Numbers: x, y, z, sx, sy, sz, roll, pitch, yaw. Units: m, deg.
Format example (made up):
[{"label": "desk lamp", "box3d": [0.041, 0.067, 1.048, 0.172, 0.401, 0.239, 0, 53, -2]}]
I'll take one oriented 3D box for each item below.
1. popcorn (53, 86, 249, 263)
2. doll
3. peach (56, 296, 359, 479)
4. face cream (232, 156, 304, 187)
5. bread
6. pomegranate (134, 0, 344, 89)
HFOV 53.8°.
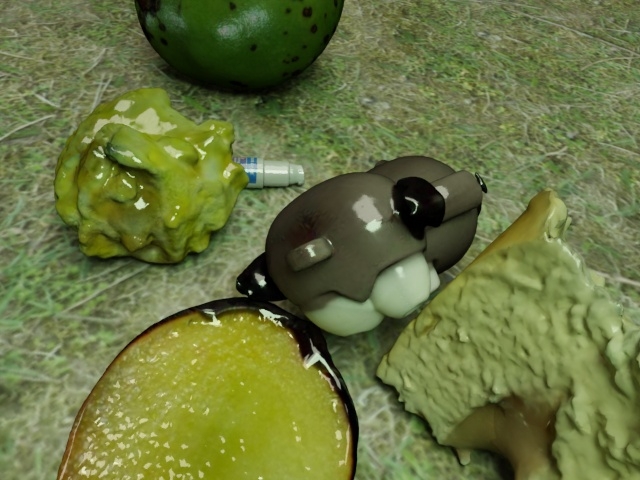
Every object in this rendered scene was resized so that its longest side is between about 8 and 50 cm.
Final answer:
[{"label": "popcorn", "box3d": [-0.153, -0.059, 0.587, 0.174, 0.142, 0.173, -9, 39, 8]}, {"label": "doll", "box3d": [0.050, -0.005, 0.527, 0.117, 0.182, 0.257, 61, 30, 0]}, {"label": "peach", "box3d": [-0.078, 0.158, 0.433, 0.189, 0.068, 0.279, 29, 45, 9]}, {"label": "face cream", "box3d": [-0.082, -0.073, 0.680, 0.130, 0.034, 0.034, 2, 46, -8]}, {"label": "bread", "box3d": [0.199, 0.076, 0.459, 0.211, 0.224, 0.183, -14, 55, -31]}, {"label": "pomegranate", "box3d": [-0.102, -0.310, 0.757, 0.254, 0.270, 0.254, -11, 56, 16]}]
